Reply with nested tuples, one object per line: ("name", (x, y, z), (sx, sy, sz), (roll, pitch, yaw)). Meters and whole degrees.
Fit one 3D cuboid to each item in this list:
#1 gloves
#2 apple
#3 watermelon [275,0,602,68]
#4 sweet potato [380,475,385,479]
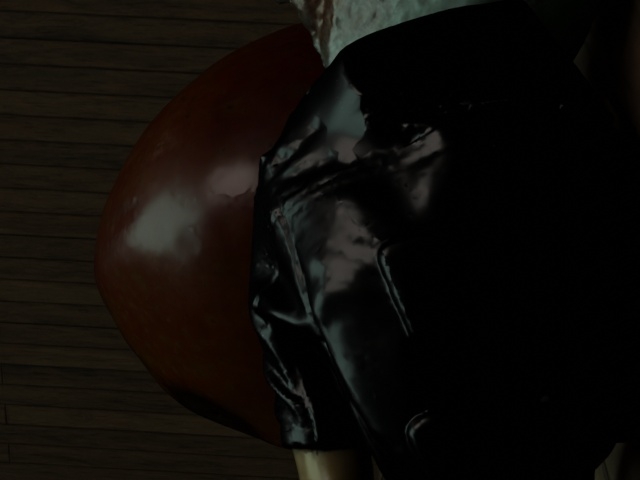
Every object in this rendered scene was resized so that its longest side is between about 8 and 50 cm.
("gloves", (0.053, 0.034, 0.418), (0.203, 0.164, 0.124), (66, -176, 27))
("apple", (0.000, 0.000, 0.614), (0.230, 0.230, 0.230), (3, -90, -88))
("watermelon", (0.013, -0.168, 0.508), (0.094, 0.241, 0.154), (-24, -31, -40))
("sweet potato", (0.068, 0.313, 0.972), (0.114, 0.092, 0.341), (121, 156, -56))
